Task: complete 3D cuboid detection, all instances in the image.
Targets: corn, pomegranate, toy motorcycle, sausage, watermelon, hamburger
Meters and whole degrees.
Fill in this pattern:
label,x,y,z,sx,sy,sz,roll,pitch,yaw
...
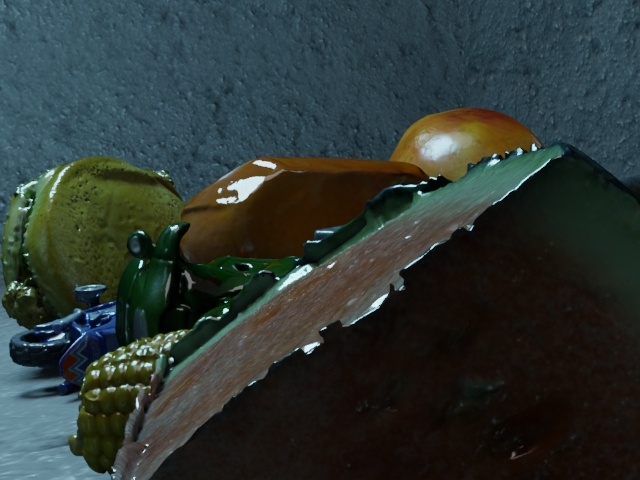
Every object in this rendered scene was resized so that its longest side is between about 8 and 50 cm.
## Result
label,x,y,z,sx,sy,sz,roll,pitch,yaw
corn,-0.007,0.072,0.600,0.238,0.080,0.080,-9,3,7
pomegranate,0.158,-0.045,1.337,0.209,0.209,0.209,-7,3,0
toy motorcycle,-0.024,0.048,0.790,0.187,0.124,0.275,5,6,28
toy motorcycle,-0.148,0.076,0.994,0.205,0.076,0.114,-11,12,-42
sausage,0.000,0.000,1.122,0.268,0.153,0.141,1,-13,-19
watermelon,0.009,0.055,0.415,0.226,0.148,0.318,-19,8,-39
hamburger,-0.210,0.020,1.125,0.122,0.189,0.215,-17,-4,35

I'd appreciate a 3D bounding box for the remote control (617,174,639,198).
label,x,y,z,sx,sy,sz,roll,pitch,yaw
remote control,0.248,0.003,1.025,0.044,0.107,0.377,-2,6,32
